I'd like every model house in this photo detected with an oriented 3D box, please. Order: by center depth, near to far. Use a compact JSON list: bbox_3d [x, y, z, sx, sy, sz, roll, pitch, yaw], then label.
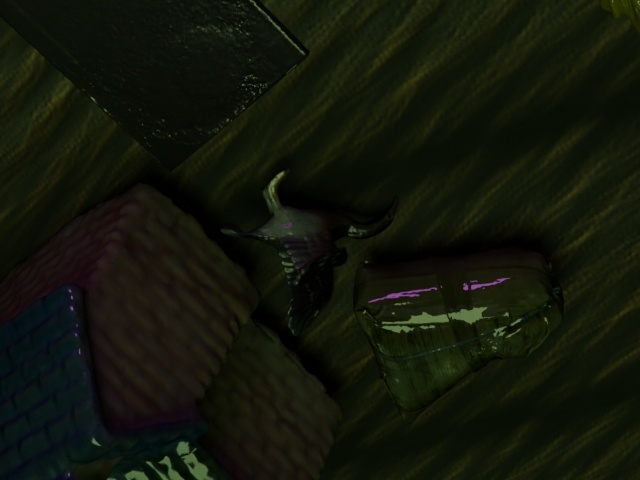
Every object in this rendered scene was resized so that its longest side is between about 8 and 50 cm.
[{"bbox_3d":[-0.250,0.253,1.811,0.395,0.400,0.445,-30,113,32],"label":"model house"}]

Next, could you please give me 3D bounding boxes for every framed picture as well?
[{"bbox_3d":[-0.209,-0.252,1.728,0.244,0.013,0.324,-37,110,28],"label":"framed picture"}]

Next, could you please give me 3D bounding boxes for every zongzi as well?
[{"bbox_3d":[0.187,0.131,1.849,0.251,0.125,0.274,-6,132,16],"label":"zongzi"}]

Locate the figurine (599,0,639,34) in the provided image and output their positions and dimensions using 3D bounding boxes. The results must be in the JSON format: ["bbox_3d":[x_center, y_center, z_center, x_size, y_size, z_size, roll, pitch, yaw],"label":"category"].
[{"bbox_3d":[0.235,-0.338,1.499,0.315,0.168,0.187,22,133,-6],"label":"figurine"}]

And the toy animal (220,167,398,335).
[{"bbox_3d":[-0.006,-0.015,1.783,0.160,0.272,0.197,45,82,1],"label":"toy animal"}]
